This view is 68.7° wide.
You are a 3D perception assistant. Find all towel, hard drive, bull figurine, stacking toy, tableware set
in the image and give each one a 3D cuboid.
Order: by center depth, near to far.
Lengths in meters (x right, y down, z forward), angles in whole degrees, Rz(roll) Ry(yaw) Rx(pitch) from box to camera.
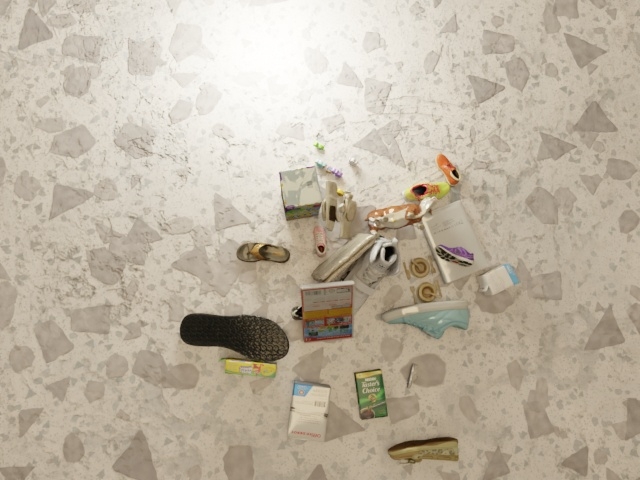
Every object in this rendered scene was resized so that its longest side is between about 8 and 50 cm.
[{"bbox_3d":[0.091,0.071,1.870,0.282,0.187,0.049,-40,102,-8],"label":"towel"},{"bbox_3d":[0.334,-0.097,1.912,0.310,0.188,0.101,-14,106,11],"label":"bull figurine"},{"bbox_3d":[0.434,0.165,1.959,0.128,0.039,0.194,-14,83,-6],"label":"tableware set"},{"bbox_3d":[0.562,0.005,1.991,0.203,0.040,0.308,-21,84,-7],"label":"hard drive"},{"bbox_3d":[0.033,-0.307,1.992,0.221,0.052,0.167,27,81,1],"label":"stacking toy"}]

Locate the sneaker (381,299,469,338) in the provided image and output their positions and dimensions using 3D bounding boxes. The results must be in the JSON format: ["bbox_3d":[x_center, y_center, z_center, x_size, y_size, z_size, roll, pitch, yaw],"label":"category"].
[{"bbox_3d":[0.433,0.327,1.888,0.365,0.135,0.150,-6,79,-4],"label":"sneaker"}]

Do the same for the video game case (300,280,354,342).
[{"bbox_3d":[0.030,0.282,1.829,0.204,0.025,0.285,-5,123,-5],"label":"video game case"}]

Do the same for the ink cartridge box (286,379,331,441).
[{"bbox_3d":[-0.045,0.663,1.827,0.148,0.086,0.203,9,82,-3],"label":"ink cartridge box"}]

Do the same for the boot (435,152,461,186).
[{"bbox_3d":[0.553,-0.314,2.016,0.059,0.084,0.158,-29,83,-6],"label":"boot"}]

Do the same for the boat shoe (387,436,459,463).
[{"bbox_3d":[0.406,0.832,1.827,0.285,0.104,0.089,-4,79,-6],"label":"boat shoe"}]

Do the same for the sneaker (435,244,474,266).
[{"bbox_3d":[0.557,0.052,1.942,0.169,0.068,0.071,21,65,-9],"label":"sneaker"}]

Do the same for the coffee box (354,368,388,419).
[{"bbox_3d":[0.202,0.615,1.875,0.113,0.040,0.184,-5,82,-5],"label":"coffee box"}]

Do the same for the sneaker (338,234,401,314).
[{"bbox_3d":[0.190,0.136,1.850,0.137,0.210,0.366,31,80,-12],"label":"sneaker"}]

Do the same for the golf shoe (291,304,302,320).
[{"bbox_3d":[-0.019,0.279,1.883,0.198,0.094,0.077,-17,82,-8],"label":"golf shoe"}]

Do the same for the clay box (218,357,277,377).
[{"bbox_3d":[-0.281,0.490,1.814,0.221,0.127,0.053,5,81,-3],"label":"clay box"}]

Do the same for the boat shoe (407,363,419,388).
[{"bbox_3d":[0.378,0.553,1.902,0.035,0.035,0.100,17,74,1],"label":"boat shoe"}]

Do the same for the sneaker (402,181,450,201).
[{"bbox_3d":[0.458,-0.210,1.988,0.208,0.094,0.082,-12,81,-7],"label":"sneaker"}]

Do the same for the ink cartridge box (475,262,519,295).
[{"bbox_3d":[0.729,0.167,1.954,0.143,0.092,0.090,-23,84,-8],"label":"ink cartridge box"}]

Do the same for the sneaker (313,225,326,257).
[{"bbox_3d":[0.000,0.000,1.936,0.050,0.070,0.134,-6,81,-3],"label":"sneaker"}]

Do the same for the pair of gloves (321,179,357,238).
[{"bbox_3d":[0.082,-0.120,1.892,0.042,0.240,0.204,3,80,32],"label":"pair of gloves"}]

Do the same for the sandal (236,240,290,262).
[{"bbox_3d":[-0.233,0.051,1.915,0.219,0.060,0.090,9,81,-3],"label":"sandal"}]

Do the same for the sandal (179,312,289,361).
[{"bbox_3d":[-0.330,0.366,1.854,0.445,0.107,0.168,10,82,10],"label":"sandal"}]

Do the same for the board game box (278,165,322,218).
[{"bbox_3d":[-0.081,-0.178,1.850,0.142,0.275,0.144,-10,82,-4],"label":"board game box"}]
